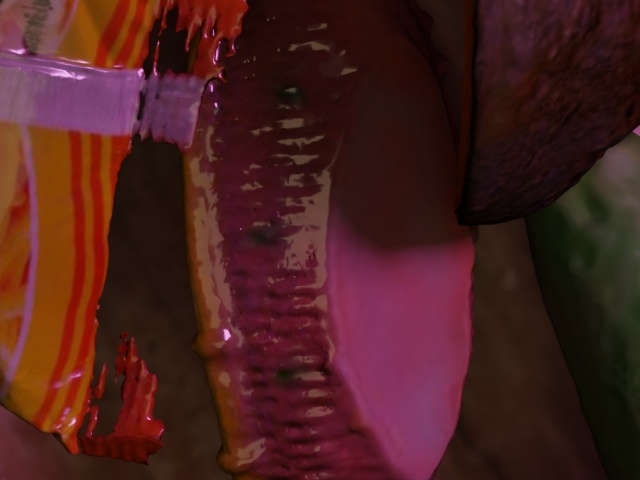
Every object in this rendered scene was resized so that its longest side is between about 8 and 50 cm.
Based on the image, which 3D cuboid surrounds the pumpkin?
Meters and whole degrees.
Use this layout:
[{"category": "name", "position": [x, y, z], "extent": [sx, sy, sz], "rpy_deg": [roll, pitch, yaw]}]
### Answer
[{"category": "pumpkin", "position": [0.101, -0.136, 0.485], "extent": [0.131, 0.149, 0.253], "rpy_deg": [-2, 86, -2]}]

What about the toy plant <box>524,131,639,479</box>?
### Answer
[{"category": "toy plant", "position": [0.136, 0.173, 0.530], "extent": [0.317, 0.210, 0.356], "rpy_deg": [35, 79, -5]}]

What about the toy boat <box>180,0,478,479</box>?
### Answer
[{"category": "toy boat", "position": [0.004, 0.003, 0.572], "extent": [0.141, 0.099, 0.317], "rpy_deg": [-12, 106, -38]}]

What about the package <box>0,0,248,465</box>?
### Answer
[{"category": "package", "position": [-0.168, -0.056, 0.530], "extent": [0.288, 0.108, 0.223], "rpy_deg": [14, 101, 25]}]
